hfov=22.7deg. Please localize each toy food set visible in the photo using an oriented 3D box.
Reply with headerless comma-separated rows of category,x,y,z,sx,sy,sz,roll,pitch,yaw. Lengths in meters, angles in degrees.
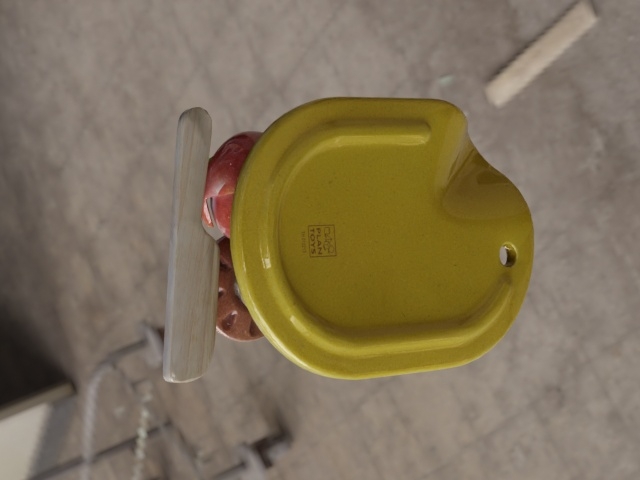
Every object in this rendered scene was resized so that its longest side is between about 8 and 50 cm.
toy food set,0.000,0.000,0.740,0.071,0.218,0.128,-6,86,52
